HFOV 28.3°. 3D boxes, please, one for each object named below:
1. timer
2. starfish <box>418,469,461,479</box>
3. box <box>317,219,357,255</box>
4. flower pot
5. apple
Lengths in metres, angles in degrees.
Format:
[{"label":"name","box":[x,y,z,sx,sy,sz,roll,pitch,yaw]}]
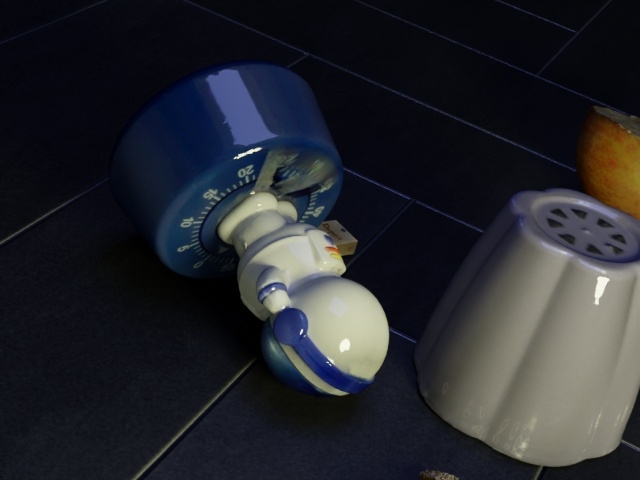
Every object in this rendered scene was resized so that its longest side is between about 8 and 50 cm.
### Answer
[{"label":"timer","box":[-0.053,0.014,1.436,0.270,0.270,0.383,-6,52,-34]},{"label":"starfish","box":[0.166,0.302,1.229,0.241,0.043,0.227,10,33,-18]},{"label":"box","box":[0.000,0.000,1.661,0.083,0.024,0.053,-6,38,-37]},{"label":"flower pot","box":[0.260,0.080,1.451,0.265,0.243,0.265,12,28,-7]},{"label":"apple","box":[0.504,-0.079,1.910,0.293,0.163,0.251,14,17,-32]}]
